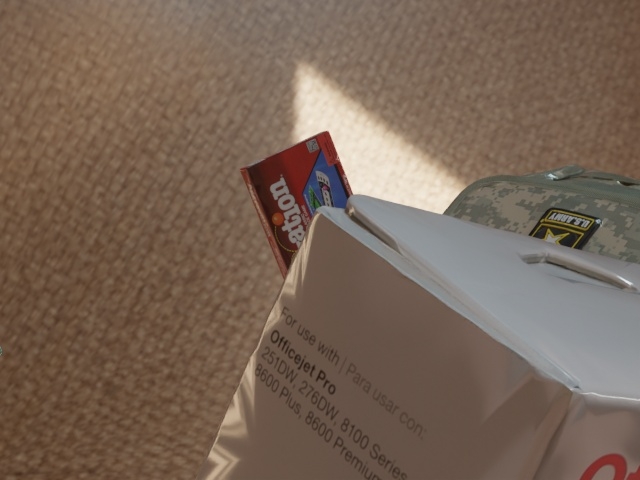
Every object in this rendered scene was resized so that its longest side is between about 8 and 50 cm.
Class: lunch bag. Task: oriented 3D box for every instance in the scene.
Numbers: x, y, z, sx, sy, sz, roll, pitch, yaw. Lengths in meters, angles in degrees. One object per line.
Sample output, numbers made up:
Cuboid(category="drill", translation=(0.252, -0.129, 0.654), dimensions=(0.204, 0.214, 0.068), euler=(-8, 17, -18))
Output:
Cuboid(category="lunch bag", translation=(0.237, 0.035, 1.094), dimensions=(0.287, 0.235, 0.169), euler=(-13, 111, -46))

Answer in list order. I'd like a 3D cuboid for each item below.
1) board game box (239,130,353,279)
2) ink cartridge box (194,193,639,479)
Cuboid(category="board game box", translation=(0.000, 0.000, 1.835), dimensions=(0.145, 0.027, 0.281), euler=(-26, 101, -25))
Cuboid(category="ink cartridge box", translation=(0.066, 0.205, 0.622), dimensions=(0.285, 0.166, 0.395), euler=(11, 109, -43))
